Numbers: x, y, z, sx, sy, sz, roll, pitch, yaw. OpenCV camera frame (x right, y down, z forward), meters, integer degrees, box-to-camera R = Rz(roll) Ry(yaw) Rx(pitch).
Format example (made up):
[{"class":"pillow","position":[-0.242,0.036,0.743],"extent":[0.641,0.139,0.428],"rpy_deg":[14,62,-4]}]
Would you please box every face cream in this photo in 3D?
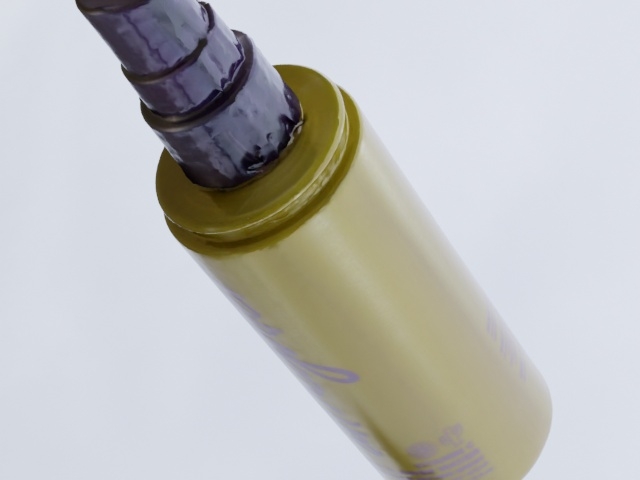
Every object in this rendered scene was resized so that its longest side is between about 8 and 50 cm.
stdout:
[{"class":"face cream","position":[0.000,0.000,0.583],"extent":[0.078,0.273,0.078],"rpy_deg":[-18,-134,20]}]
